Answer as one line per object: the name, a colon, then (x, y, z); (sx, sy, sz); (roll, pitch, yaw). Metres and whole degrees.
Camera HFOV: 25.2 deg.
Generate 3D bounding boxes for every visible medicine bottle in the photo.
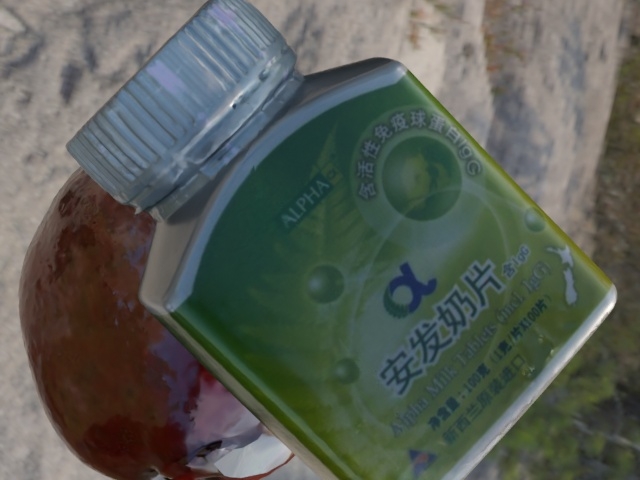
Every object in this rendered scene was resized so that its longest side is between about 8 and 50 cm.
medicine bottle: (0.000, 0.000, 0.549); (0.188, 0.088, 0.132); (45, 82, -10)

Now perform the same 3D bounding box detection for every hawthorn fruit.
hawthorn fruit: (-0.069, 0.053, 0.751); (0.185, 0.185, 0.202); (23, 51, -37)
